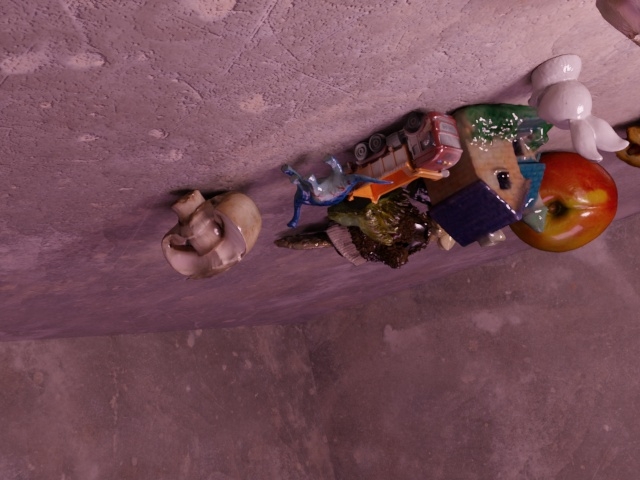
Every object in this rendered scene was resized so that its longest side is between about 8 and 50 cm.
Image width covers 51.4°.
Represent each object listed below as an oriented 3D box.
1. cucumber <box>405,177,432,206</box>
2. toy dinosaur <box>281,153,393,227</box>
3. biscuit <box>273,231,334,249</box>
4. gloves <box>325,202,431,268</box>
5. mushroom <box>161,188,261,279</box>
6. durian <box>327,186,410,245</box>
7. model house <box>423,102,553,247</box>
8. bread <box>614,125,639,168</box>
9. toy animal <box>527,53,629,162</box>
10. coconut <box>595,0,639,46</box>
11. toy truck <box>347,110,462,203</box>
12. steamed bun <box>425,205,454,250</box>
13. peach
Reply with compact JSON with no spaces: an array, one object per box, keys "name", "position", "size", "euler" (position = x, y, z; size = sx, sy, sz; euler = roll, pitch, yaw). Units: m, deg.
[{"name":"cucumber","position":[0.382,-0.108,1.868],"size":[0.303,0.072,0.081],"euler":[18,155,-20]},{"name":"toy dinosaur","position":[-0.006,-0.119,1.486],"size":[0.329,0.076,0.144],"euler":[-24,122,40]},{"name":"biscuit","position":[0.000,0.002,2.108],"size":[0.289,0.038,0.141],"euler":[-7,-167,-21]},{"name":"gloves","position":[0.177,-0.013,1.975],"size":[0.312,0.210,0.135],"euler":[-21,-177,35]},{"name":"mushroom","position":[-0.253,-0.040,1.583],"size":[0.253,0.195,0.189],"euler":[-27,-166,27]},{"name":"durian","position":[0.122,-0.088,1.733],"size":[0.198,0.163,0.394],"euler":[24,-171,2]},{"name":"model house","position":[0.409,-0.135,1.534],"size":[0.312,0.280,0.245],"euler":[-5,164,-33]},{"name":"bread","position":[0.965,-0.235,1.719],"size":[0.277,0.167,0.324],"euler":[-11,-147,-42]},{"name":"toy animal","position":[0.497,-0.243,1.318],"size":[0.103,0.221,0.131],"euler":[-10,166,-30]},{"name":"coconut","position":[0.467,-0.360,0.928],"size":[0.171,0.183,0.171],"euler":[-55,-177,5]},{"name":"toy truck","position":[0.176,-0.176,1.457],"size":[0.114,0.135,0.270],"euler":[2,160,-45]},{"name":"steamed bun","position":[0.362,-0.067,1.998],"size":[0.106,0.192,0.177],"euler":[5,166,10]},{"name":"peach","position":[0.678,-0.108,1.892],"size":[0.308,0.308,0.332],"euler":[-19,175,25]}]
